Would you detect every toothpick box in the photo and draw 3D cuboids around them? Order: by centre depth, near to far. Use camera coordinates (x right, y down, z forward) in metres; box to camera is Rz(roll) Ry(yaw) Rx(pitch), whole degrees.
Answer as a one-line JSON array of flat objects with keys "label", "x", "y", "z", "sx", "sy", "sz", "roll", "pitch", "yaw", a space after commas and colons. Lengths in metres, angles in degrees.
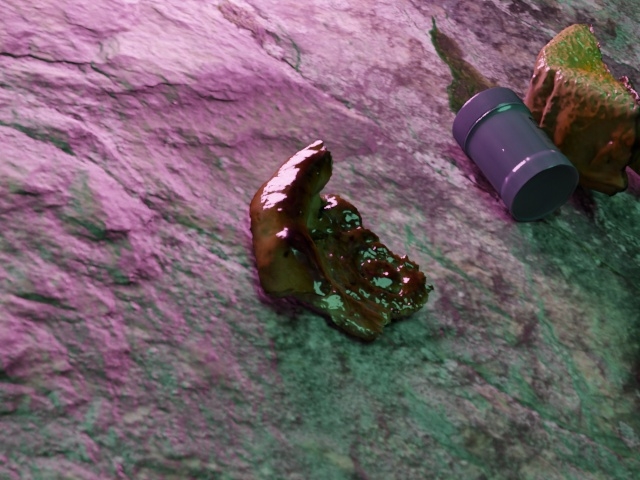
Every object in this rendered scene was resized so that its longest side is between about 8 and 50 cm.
[{"label": "toothpick box", "x": 0.248, "y": -0.111, "z": 1.741, "sx": 0.101, "sy": 0.101, "sz": 0.153, "roll": -1, "pitch": 45, "yaw": -37}]

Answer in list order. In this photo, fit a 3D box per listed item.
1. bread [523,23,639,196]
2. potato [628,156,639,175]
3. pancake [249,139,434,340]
[{"label": "bread", "x": 0.331, "y": -0.174, "z": 1.824, "sx": 0.132, "sy": 0.174, "sz": 0.252, "roll": 0, "pitch": 39, "yaw": -13}, {"label": "potato", "x": 0.546, "y": -0.127, "z": 1.945, "sx": 0.300, "sy": 0.140, "sz": 0.173, "roll": 19, "pitch": 39, "yaw": -22}, {"label": "pancake", "x": 0.000, "y": 0.000, "z": 1.453, "sx": 0.212, "sy": 0.056, "sz": 0.257, "roll": -14, "pitch": 52, "yaw": -45}]
